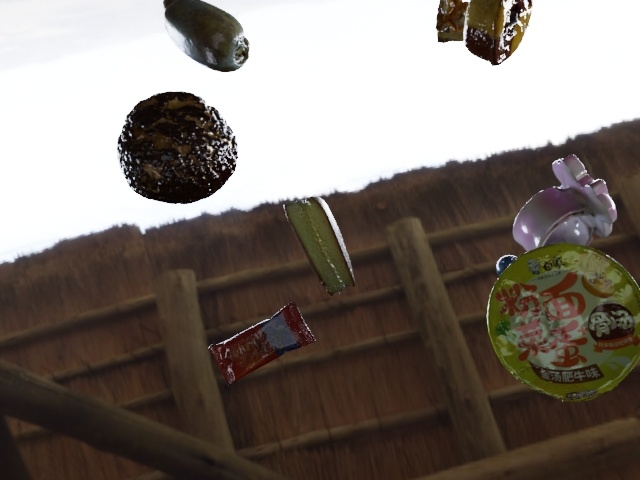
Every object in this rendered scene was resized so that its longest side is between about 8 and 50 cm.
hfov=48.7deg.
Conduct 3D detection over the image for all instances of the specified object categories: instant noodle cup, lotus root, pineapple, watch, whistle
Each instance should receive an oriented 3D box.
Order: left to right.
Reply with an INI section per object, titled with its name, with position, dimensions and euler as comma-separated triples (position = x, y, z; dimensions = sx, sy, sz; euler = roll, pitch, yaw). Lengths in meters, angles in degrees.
[lotus root]
position = -0.316, -0.535, 1.809
dimensions = 0.322, 0.158, 0.140
euler = 34, -100, 27
[pineapple]
position = 0.265, -0.409, 1.355
dimensions = 0.137, 0.069, 0.116
euler = 15, 172, -27
[whistle]
position = 0.604, 0.100, 2.281
dimensions = 0.090, 0.158, 0.090
euler = 6, -126, -8
[watch]
position = 0.602, -0.046, 1.759
dimensions = 0.217, 0.248, 0.211
euler = -36, -131, 2
[instant noodle cup]
position = 0.510, 0.168, 1.482
dimensions = 0.311, 0.311, 0.221
euler = -7, 173, 17

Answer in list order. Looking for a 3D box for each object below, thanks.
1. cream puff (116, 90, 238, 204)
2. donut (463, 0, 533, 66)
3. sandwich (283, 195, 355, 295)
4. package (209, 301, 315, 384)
[cream puff]
position = -0.278, -0.187, 1.369
dimensions = 0.239, 0.165, 0.239
euler = 5, -135, -5
[donut]
position = 0.297, -0.379, 1.176
dimensions = 0.073, 0.166, 0.184
euler = 21, -131, 23
[sandwich]
position = 0.000, 0.000, 1.638
dimensions = 0.094, 0.258, 0.096
euler = -21, -155, 6
[package]
position = -0.109, 0.190, 1.293
dimensions = 0.200, 0.083, 0.022
euler = -29, -177, 18
